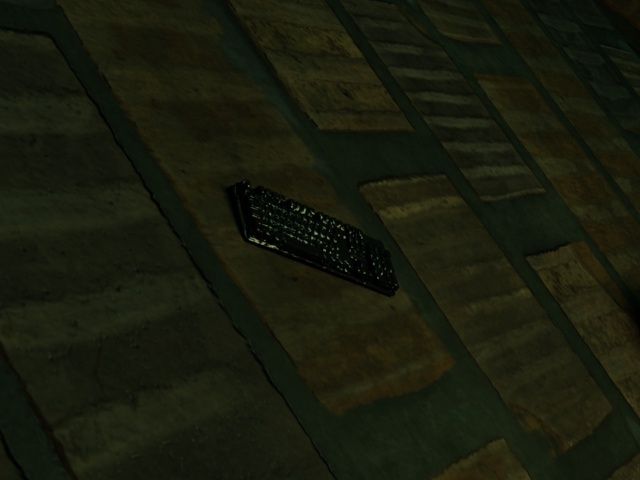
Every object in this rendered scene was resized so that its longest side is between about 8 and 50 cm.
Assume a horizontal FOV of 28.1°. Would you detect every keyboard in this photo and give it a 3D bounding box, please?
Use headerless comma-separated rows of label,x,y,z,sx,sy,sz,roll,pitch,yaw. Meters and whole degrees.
keyboard,0.001,0.000,1.311,0.231,0.023,0.072,23,39,-44
